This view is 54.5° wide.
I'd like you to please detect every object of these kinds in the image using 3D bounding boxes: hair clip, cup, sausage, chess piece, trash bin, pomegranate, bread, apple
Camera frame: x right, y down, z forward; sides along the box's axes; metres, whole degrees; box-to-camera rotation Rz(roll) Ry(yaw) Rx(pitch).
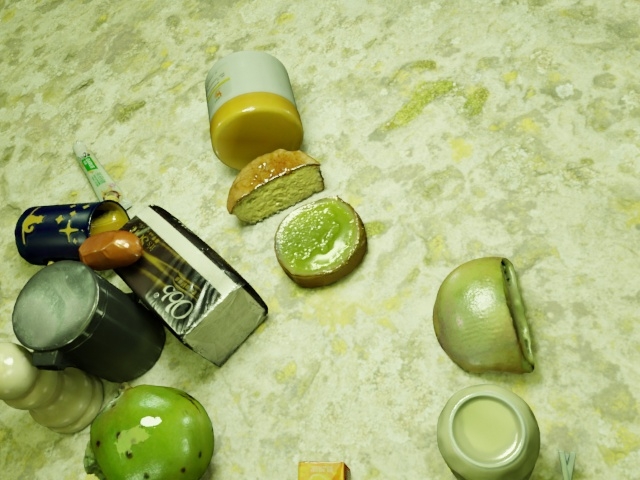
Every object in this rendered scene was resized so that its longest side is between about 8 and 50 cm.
[{"bbox_3d":[0.449,0.442,1.129,0.030,0.039,0.115,-1,72,27],"label":"hair clip"},{"bbox_3d":[0.279,0.392,1.103,0.173,0.202,0.255,26,72,28],"label":"cup"},{"bbox_3d":[-0.471,0.022,1.380,0.179,0.089,0.089,-11,58,27],"label":"sausage"},{"bbox_3d":[-0.631,0.312,1.375,0.167,0.299,0.167,-8,58,12],"label":"chess piece"},{"bbox_3d":[-0.510,0.197,1.404,0.203,0.301,0.252,-6,63,13],"label":"trash bin"},{"bbox_3d":[-0.317,0.438,1.248,0.260,0.260,0.340,-43,88,-9],"label":"pomegranate"},{"bbox_3d":[-0.123,-0.153,1.586,0.260,0.129,0.134,-23,56,2],"label":"bread"},{"bbox_3d":[0.319,0.148,1.286,0.193,0.120,0.264,-15,55,22],"label":"apple"},{"bbox_3d":[0.000,0.000,1.493,0.236,0.070,0.236,-8,59,14],"label":"bread"},{"bbox_3d":[-0.666,0.009,1.612,0.256,0.178,0.255,-2,34,18],"label":"cup"}]

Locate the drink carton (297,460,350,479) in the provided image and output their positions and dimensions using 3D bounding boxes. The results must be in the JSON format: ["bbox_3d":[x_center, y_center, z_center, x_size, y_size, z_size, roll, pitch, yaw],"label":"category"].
[{"bbox_3d":[0.005,0.542,1.181,0.096,0.071,0.222,-4,60,14],"label":"drink carton"}]

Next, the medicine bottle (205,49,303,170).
[{"bbox_3d":[-0.180,-0.339,1.643,0.238,0.238,0.231,-19,56,6],"label":"medicine bottle"}]

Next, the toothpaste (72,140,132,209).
[{"bbox_3d":[-0.647,-0.180,1.813,0.314,0.056,0.058,49,124,29],"label":"toothpaste"}]

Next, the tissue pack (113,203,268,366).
[{"bbox_3d":[-0.321,0.092,1.460,0.370,0.210,0.198,38,82,32],"label":"tissue pack"}]
